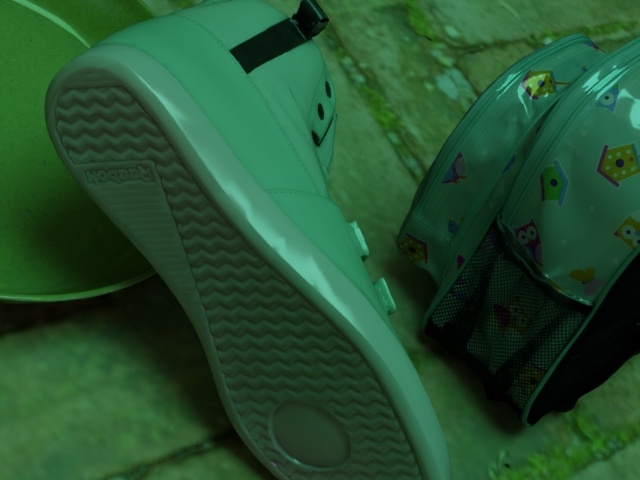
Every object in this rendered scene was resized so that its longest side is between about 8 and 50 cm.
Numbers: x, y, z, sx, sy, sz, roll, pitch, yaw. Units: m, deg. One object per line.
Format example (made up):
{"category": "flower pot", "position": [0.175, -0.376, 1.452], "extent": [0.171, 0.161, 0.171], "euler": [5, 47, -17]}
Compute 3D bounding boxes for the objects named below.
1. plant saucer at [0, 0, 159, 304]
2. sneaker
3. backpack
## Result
{"category": "plant saucer", "position": [-0.162, -0.061, 0.724], "extent": [0.241, 0.037, 0.241], "euler": [18, 46, -19]}
{"category": "sneaker", "position": [0.000, -0.001, 0.703], "extent": [0.256, 0.094, 0.151], "euler": [57, 36, -10]}
{"category": "backpack", "position": [0.141, -0.024, 0.779], "extent": [0.166, 0.188, 0.144], "euler": [-27, 71, -44]}
